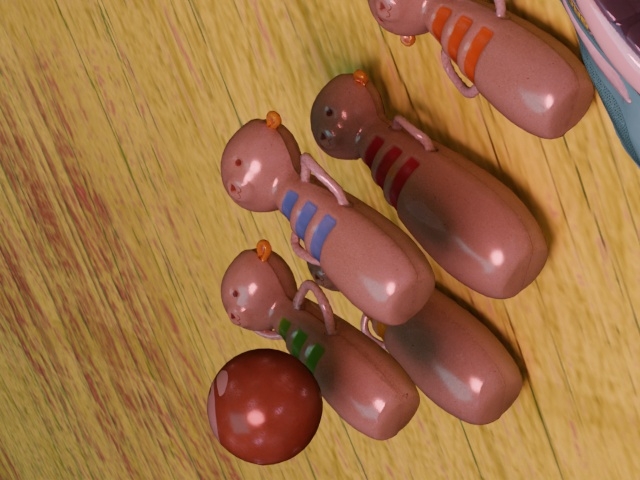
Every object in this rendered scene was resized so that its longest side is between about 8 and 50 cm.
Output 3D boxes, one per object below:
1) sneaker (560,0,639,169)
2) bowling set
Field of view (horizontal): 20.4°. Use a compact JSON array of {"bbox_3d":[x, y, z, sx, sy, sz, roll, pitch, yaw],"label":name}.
[{"bbox_3d":[0.176,-0.027,0.678,0.275,0.107,0.110,61,172,4],"label":"sneaker"},{"bbox_3d":[0.000,0.000,0.863,0.154,0.200,0.287,43,145,29],"label":"bowling set"}]
